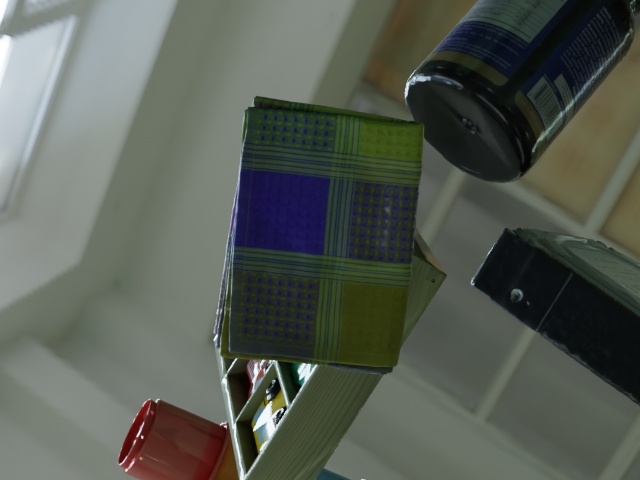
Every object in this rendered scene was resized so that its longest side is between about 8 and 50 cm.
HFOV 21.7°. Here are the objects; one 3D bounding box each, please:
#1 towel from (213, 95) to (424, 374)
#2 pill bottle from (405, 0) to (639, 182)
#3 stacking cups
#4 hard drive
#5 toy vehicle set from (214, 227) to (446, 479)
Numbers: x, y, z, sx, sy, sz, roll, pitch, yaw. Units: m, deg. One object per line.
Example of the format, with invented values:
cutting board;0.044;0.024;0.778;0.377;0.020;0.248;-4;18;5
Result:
towel;0.000;0.000;0.523;0.060;0.083;0.009;9;-172;7
pill bottle;0.178;-0.161;1.364;0.123;0.123;0.219;35;-114;16
stacking cups;-0.005;0.217;1.312;0.316;0.096;0.096;25;-150;-14
hard drive;0.301;0.105;1.293;0.339;0.064;0.237;37;-166;25
toy vehicle set;-0.003;0.045;1.050;0.035;0.166;0.267;30;-171;-13
